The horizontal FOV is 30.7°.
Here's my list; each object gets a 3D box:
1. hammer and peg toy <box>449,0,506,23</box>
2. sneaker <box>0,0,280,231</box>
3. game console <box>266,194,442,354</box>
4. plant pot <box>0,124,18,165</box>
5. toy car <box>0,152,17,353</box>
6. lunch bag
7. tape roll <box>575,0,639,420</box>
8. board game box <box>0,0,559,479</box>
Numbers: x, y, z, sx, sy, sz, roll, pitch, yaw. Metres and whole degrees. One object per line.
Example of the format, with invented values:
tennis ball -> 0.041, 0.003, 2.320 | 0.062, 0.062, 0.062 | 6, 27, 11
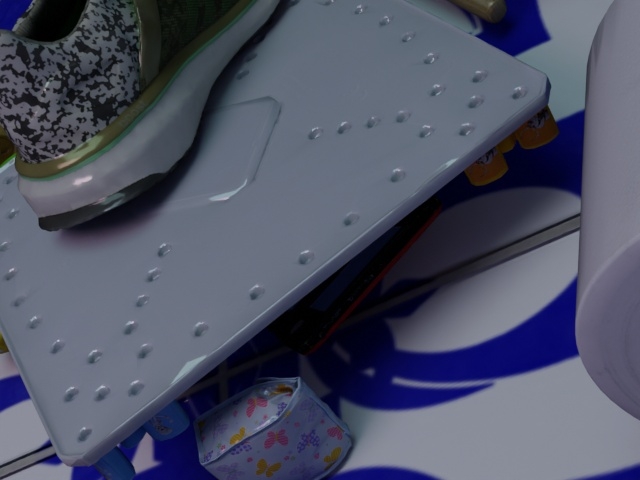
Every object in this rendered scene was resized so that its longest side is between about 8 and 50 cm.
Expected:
hammer and peg toy -> 0.116, -0.357, 0.944 | 0.127, 0.361, 0.266 | -24, 52, -30
sneaker -> -0.148, -0.207, 0.919 | 0.158, 0.182, 0.410 | -9, 43, 29
game console -> 0.000, 0.000, 0.837 | 0.144, 0.085, 0.124 | -48, 7, -7
plant pot -> -0.363, -0.119, 1.207 | 0.134, 0.134, 0.095 | -36, 66, 5
toy car -> -0.245, -0.016, 1.068 | 0.239, 0.053, 0.225 | -43, 41, -4
lunch bag -> -0.029, 0.129, 0.765 | 0.083, 0.071, 0.053 | -32, 38, 13
tape roll -> 0.247, -0.019, 0.554 | 0.246, 0.246, 0.169 | -11, 49, 30
board game box -> -0.076, -0.049, 0.883 | 0.390, 0.050, 0.390 | -38, 37, -6
